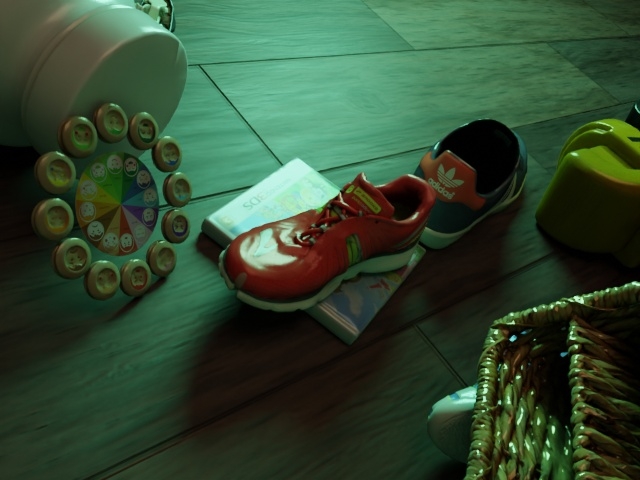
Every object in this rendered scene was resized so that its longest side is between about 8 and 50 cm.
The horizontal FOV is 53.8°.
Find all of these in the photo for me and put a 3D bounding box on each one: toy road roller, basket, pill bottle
[{"bbox_3d":[0.477,-0.041,0.922,0.241,0.202,0.329,-16,51,-24],"label":"toy road roller"},{"bbox_3d":[0.251,0.148,0.449,0.223,0.213,0.299,30,40,0],"label":"basket"},{"bbox_3d":[-0.348,-0.246,0.655,0.408,0.229,0.229,36,42,10],"label":"pill bottle"}]

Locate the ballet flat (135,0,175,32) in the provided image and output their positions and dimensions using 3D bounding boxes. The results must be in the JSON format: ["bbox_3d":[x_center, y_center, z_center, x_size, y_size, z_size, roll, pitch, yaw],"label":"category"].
[{"bbox_3d":[-0.240,-0.288,0.876,0.074,0.074,0.203,16,43,-14],"label":"ballet flat"}]

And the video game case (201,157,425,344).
[{"bbox_3d":[0.000,0.000,0.747,0.212,0.023,0.193,37,42,10],"label":"video game case"}]

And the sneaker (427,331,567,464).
[{"bbox_3d":[0.198,0.159,0.664,0.240,0.091,0.126,4,28,-24],"label":"sneaker"}]

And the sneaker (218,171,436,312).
[{"bbox_3d":[0.015,-0.017,0.663,0.279,0.118,0.107,-20,59,-40],"label":"sneaker"}]

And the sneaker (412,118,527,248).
[{"bbox_3d":[0.240,-0.117,0.900,0.131,0.148,0.350,38,42,11],"label":"sneaker"}]

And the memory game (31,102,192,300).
[{"bbox_3d":[-0.185,-0.035,0.590,0.012,0.186,0.186,3,30,31],"label":"memory game"}]
